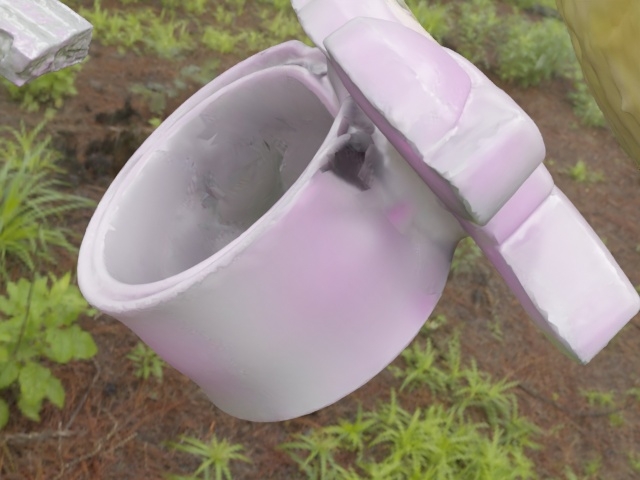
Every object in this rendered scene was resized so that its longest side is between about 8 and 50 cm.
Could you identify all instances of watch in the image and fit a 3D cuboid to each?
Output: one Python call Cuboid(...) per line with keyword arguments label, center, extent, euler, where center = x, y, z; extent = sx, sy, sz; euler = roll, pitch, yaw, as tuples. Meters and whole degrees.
Cuboid(label="watch", center=(0.000, 0.000, 0.450), extent=(0.211, 0.217, 0.248), euler=(46, 12, -32))

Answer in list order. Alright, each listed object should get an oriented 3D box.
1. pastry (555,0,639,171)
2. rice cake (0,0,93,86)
Cuboid(label="pastry", center=(0.300, -0.184, 0.448), extent=(0.388, 0.388, 0.313), euler=(-28, 98, -49))
Cuboid(label="rice cake", center=(-0.353, -0.247, 0.794), extent=(0.297, 0.050, 0.106), euler=(35, 38, -6))
